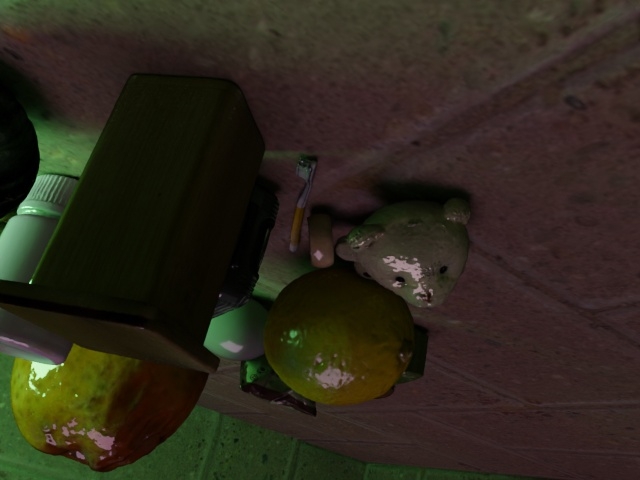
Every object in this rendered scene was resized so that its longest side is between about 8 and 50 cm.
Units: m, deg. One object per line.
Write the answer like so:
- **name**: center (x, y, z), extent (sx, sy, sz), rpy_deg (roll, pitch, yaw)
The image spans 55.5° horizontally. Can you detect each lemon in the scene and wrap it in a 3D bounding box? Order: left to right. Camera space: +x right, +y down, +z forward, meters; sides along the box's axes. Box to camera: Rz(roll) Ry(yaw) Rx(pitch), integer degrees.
- **lemon**: center (0.032, 0.166, 1.070), extent (0.267, 0.267, 0.267), rpy_deg (12, 155, 6)

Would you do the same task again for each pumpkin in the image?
- **pumpkin**: center (-0.501, -0.126, 0.798), extent (0.250, 0.216, 0.249), rpy_deg (8, 121, 14)

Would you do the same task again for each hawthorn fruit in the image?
- **hawthorn fruit**: center (-0.492, 0.319, 1.459), extent (0.472, 0.471, 0.472), rpy_deg (12, 155, 6)

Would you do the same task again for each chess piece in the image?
- **chess piece**: center (0.000, 0.000, 0.925), extent (0.038, 0.083, 0.083), rpy_deg (-6, 155, -3)

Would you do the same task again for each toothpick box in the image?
- **toothpick box**: center (-0.188, -0.026, 0.708), extent (0.188, 0.308, 0.190), rpy_deg (7, 155, 16)

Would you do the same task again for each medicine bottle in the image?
- **medicine bottle**: center (-0.468, 0.050, 1.040), extent (0.178, 0.290, 0.178), rpy_deg (12, 155, 6)

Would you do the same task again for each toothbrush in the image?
- **toothbrush**: center (-0.034, -0.046, 0.924), extent (0.024, 0.021, 0.288), rpy_deg (25, 155, 4)

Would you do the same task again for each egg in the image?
- **egg**: center (-0.197, 0.189, 1.356), extent (0.199, 0.146, 0.146), rpy_deg (24, 156, 5)

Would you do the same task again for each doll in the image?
- **doll**: center (0.124, 0.036, 0.891), extent (0.175, 0.149, 0.278), rpy_deg (-19, 168, -4)

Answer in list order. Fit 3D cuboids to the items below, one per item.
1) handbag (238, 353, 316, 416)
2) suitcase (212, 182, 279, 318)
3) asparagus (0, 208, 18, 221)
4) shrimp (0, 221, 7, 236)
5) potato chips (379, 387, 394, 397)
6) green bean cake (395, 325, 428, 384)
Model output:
- **handbag**: center (-0.109, 0.300, 1.454), extent (0.213, 0.235, 0.127), rpy_deg (24, 116, -24)
- **suitcase**: center (-0.195, 0.024, 0.942), extent (0.128, 0.202, 0.312), rpy_deg (26, 153, -24)
- **asparagus**: center (-0.625, -0.055, 1.212), extent (0.045, 0.041, 0.178), rpy_deg (47, 173, 10)
- **shrimp**: center (-0.739, -0.017, 1.294), extent (0.446, 0.110, 0.221), rpy_deg (29, 167, -31)
- **potato chips**: center (0.144, 0.449, 1.830), extent (0.150, 0.049, 0.201), rpy_deg (21, 161, -1)
- **green bean cake**: center (0.086, 0.235, 1.329), extent (0.248, 0.125, 0.222), rpy_deg (21, 153, -19)
